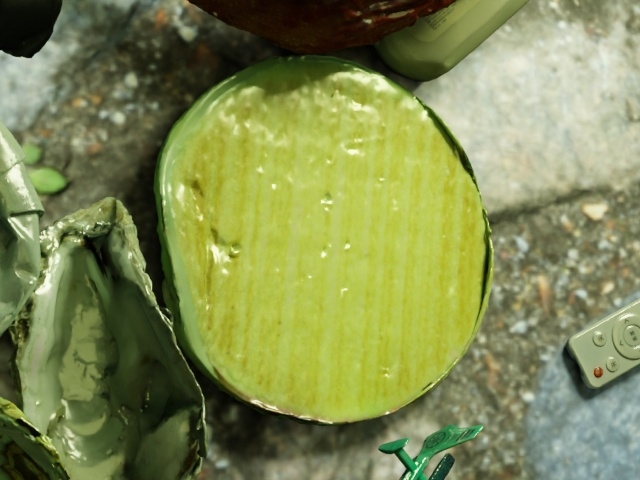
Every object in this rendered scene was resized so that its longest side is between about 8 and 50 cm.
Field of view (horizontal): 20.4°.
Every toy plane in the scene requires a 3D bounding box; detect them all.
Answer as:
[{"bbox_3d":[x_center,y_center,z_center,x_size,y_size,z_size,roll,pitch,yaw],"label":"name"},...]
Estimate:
[{"bbox_3d":[0.041,0.219,1.349,0.060,0.096,0.235,48,49,-11],"label":"toy plane"}]

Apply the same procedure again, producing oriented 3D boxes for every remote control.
[{"bbox_3d":[0.290,0.066,1.515,0.184,0.027,0.050,-27,90,-19],"label":"remote control"}]

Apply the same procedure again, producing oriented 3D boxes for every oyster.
[{"bbox_3d":[-0.163,0.112,1.285,0.199,0.087,0.252,-42,70,6],"label":"oyster"}]

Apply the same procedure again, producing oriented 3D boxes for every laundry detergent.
[{"bbox_3d":[0.056,-0.265,1.442,0.181,0.091,0.253,-42,98,-11],"label":"laundry detergent"}]

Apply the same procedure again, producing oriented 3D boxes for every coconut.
[{"bbox_3d":[-0.229,0.162,1.237,0.055,0.133,0.158,-37,102,-46],"label":"coconut"}]

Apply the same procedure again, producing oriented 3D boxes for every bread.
[{"bbox_3d":[0.005,-0.002,1.400,0.301,0.045,0.301,3,81,-23],"label":"bread"}]

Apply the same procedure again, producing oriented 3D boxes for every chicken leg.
[{"bbox_3d":[-0.010,-0.220,1.349,0.407,0.096,0.158,-9,99,1],"label":"chicken leg"}]

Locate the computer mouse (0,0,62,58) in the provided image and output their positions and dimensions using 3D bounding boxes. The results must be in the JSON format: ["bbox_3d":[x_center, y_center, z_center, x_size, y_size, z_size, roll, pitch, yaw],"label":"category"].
[{"bbox_3d":[-0.283,-0.260,1.266,0.087,0.168,0.295,-42,96,-29],"label":"computer mouse"}]

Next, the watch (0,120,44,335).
[{"bbox_3d":[-0.309,-0.025,1.219,0.241,0.162,0.253,11,77,-25],"label":"watch"}]
